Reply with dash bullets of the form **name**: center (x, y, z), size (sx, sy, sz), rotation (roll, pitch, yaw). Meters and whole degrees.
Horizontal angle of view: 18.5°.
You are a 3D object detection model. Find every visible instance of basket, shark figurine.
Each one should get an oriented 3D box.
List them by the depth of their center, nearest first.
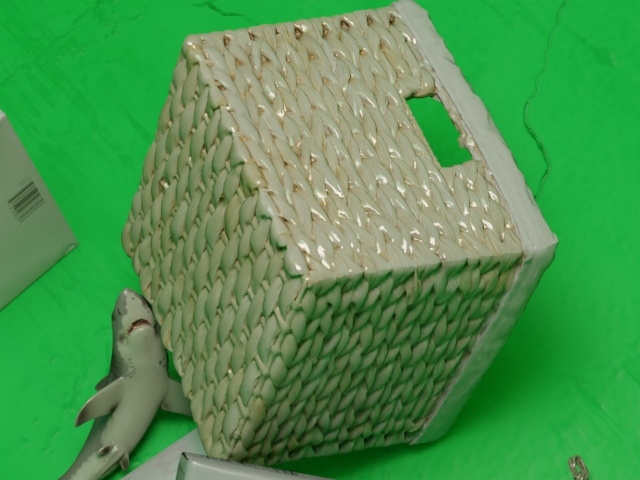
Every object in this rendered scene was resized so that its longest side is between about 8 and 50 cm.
- **basket**: center (0.000, 0.000, 1.881), size (0.266, 0.331, 0.328), rotation (-9, 55, -26)
- **shark figurine**: center (-0.234, 0.186, 2.022), size (0.278, 0.166, 0.116), rotation (-53, 35, 1)

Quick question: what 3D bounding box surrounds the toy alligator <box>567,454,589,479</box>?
- **toy alligator**: center (0.251, 0.297, 1.855), size (0.051, 0.056, 0.190), rotation (-41, 48, 36)

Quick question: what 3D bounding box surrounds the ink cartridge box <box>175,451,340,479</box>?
- **ink cartridge box**: center (-0.005, 0.367, 1.762), size (0.303, 0.072, 0.307), rotation (12, 92, -11)

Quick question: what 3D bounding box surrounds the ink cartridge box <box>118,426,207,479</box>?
- **ink cartridge box**: center (-0.157, 0.278, 1.879), size (0.189, 0.066, 0.232), rotation (-33, 13, -8)

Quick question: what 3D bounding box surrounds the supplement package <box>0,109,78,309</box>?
- **supplement package**: center (-0.407, -0.039, 2.079), size (0.204, 0.262, 0.145), rotation (-41, 60, -13)
